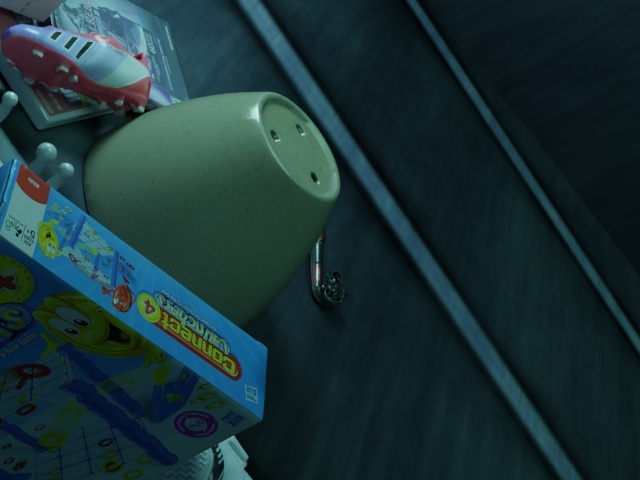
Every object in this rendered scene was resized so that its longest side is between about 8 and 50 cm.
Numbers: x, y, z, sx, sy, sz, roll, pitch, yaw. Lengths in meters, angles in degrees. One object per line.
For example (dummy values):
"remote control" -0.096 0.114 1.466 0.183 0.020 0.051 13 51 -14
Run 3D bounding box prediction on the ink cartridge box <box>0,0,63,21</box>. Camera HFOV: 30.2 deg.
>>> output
"ink cartridge box" -0.448 -0.414 1.495 0.273 0.115 0.198 15 42 -51

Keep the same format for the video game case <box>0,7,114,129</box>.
"video game case" -0.354 -0.262 1.632 0.204 0.025 0.285 58 25 0

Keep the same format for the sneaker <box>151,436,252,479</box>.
"sneaker" -0.109 0.294 1.324 0.210 0.137 0.365 -4 70 -63

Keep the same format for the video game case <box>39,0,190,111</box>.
"video game case" -0.296 -0.286 1.704 0.274 0.026 0.196 24 42 -51

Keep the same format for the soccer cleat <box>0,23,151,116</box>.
"soccer cleat" -0.312 -0.237 1.531 0.248 0.083 0.095 23 64 -52

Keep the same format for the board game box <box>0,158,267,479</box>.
"board game box" -0.260 0.114 1.046 0.302 0.308 0.086 40 32 -32

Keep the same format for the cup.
"cup" -0.114 -0.067 1.596 0.331 0.237 0.331 43 29 -31

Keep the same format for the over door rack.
"over door rack" -0.400 -0.149 1.235 0.239 0.108 0.324 51 13 6

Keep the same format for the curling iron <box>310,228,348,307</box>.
"curling iron" 0.000 0.000 1.961 0.068 0.035 0.274 38 32 -43
